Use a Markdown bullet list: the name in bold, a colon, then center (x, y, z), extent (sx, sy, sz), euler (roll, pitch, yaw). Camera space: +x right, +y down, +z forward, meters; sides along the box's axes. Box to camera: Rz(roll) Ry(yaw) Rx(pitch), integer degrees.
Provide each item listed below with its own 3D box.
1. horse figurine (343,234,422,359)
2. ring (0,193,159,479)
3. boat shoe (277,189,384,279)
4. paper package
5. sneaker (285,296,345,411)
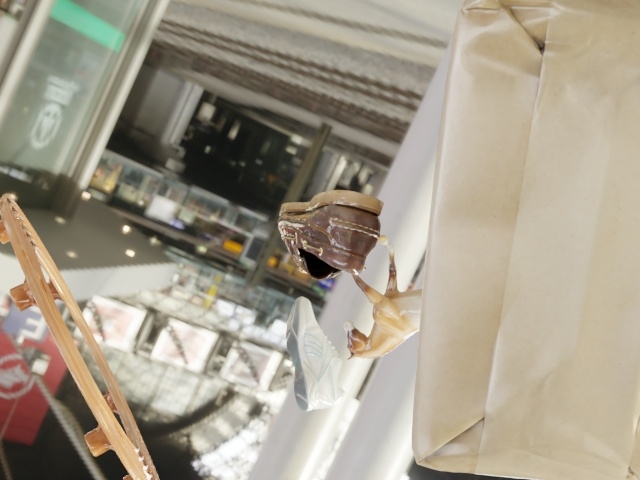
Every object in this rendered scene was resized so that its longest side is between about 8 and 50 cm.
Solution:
- **horse figurine**: center (0.146, 0.068, 1.309), extent (0.263, 0.175, 0.066), euler (-13, -165, 4)
- **ring**: center (-0.239, 0.111, 0.925), extent (0.337, 0.032, 0.337), euler (58, 167, 21)
- **boat shoe**: center (0.000, 0.000, 0.879), extent (0.073, 0.073, 0.207), euler (12, 175, -11)
- **paper package**: center (0.174, -0.029, 0.695), extent (0.168, 0.310, 0.325), euler (8, -161, 10)
- **sneaker**: center (-0.007, 0.146, 1.235), extent (0.061, 0.152, 0.054), euler (0, 157, -22)
